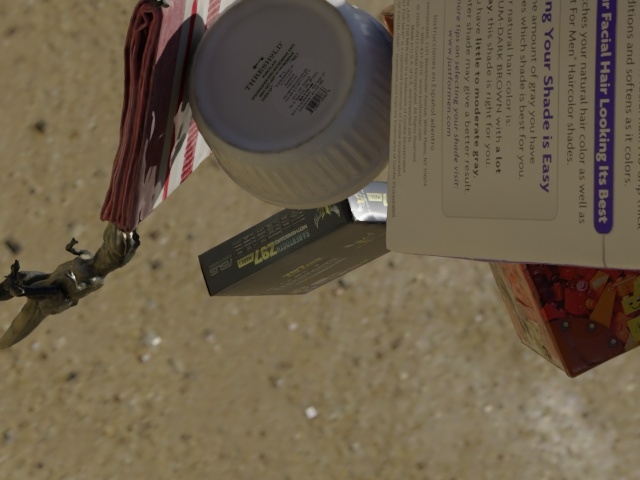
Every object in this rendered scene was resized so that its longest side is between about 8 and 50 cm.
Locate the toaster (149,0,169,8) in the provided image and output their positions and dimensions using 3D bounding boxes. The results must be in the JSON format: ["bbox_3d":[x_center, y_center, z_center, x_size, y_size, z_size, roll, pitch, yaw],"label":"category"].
[{"bbox_3d":[-0.186,-0.282,1.443,0.168,0.110,0.186,45,14,21],"label":"toaster"}]

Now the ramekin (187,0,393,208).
[{"bbox_3d":[-0.026,-0.142,1.770,0.109,0.207,0.207,40,33,-66],"label":"ramekin"}]

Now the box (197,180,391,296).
[{"bbox_3d":[0.000,0.000,2.221,0.183,0.233,0.059,3,65,-53],"label":"box"}]

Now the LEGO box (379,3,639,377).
[{"bbox_3d":[0.367,-0.150,1.819,0.500,0.193,0.372,-25,102,-6],"label":"LEGO box"}]

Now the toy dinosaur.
[{"bbox_3d":[-0.293,0.052,1.927,0.118,0.268,0.064,11,52,-48],"label":"toy dinosaur"}]

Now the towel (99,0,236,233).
[{"bbox_3d":[-0.123,-0.173,1.852,0.037,0.237,0.329,18,27,11],"label":"towel"}]

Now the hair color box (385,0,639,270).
[{"bbox_3d":[0.165,-0.078,0.899,0.110,0.339,0.185,1,92,-29],"label":"hair color box"}]
